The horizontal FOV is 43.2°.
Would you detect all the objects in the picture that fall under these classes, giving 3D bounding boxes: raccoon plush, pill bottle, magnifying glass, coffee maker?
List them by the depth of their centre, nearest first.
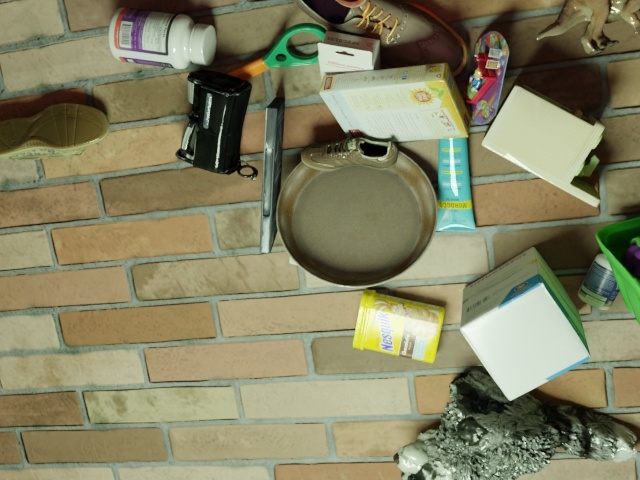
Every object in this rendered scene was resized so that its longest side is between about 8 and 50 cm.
[{"bbox_3d":[0.547,0.067,1.542,0.067,0.067,0.120,23,109,7],"label":"pill bottle"},{"bbox_3d":[-0.085,-0.360,1.588,0.231,0.026,0.092,-21,141,24],"label":"magnifying glass"},{"bbox_3d":[-0.311,-0.399,1.606,0.193,0.108,0.108,10,107,11],"label":"pill bottle"},{"bbox_3d":[-0.192,-0.235,1.612,0.171,0.120,0.178,11,120,-7],"label":"coffee maker"},{"bbox_3d":[0.375,0.470,1.631,0.446,0.216,0.299,20,116,8],"label":"raccoon plush"}]

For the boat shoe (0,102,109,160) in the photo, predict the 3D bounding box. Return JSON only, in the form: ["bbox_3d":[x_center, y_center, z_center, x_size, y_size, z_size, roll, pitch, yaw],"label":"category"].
[{"bbox_3d":[-0.578,-0.228,1.739,0.285,0.089,0.104,-4,77,12],"label":"boat shoe"}]

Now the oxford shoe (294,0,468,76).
[{"bbox_3d":[0.100,-0.397,1.493,0.364,0.133,0.130,26,109,6],"label":"oxford shoe"}]

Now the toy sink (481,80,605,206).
[{"bbox_3d":[0.427,-0.183,1.461,0.234,0.153,0.131,30,109,5],"label":"toy sink"}]

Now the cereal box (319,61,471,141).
[{"bbox_3d":[0.139,-0.248,1.490,0.240,0.173,0.047,1,63,26],"label":"cereal box"}]

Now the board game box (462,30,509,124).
[{"bbox_3d":[0.287,-0.298,1.474,0.033,0.133,0.168,3,108,-18],"label":"board game box"}]

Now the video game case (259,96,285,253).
[{"bbox_3d":[-0.093,-0.132,1.578,0.026,0.196,0.274,3,106,1],"label":"video game case"}]

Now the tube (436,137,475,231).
[{"bbox_3d":[0.261,-0.116,1.578,0.080,0.052,0.207,4,111,25],"label":"tube"}]

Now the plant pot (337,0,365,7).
[{"bbox_3d":[0.127,-0.565,1.349,0.265,0.272,0.272,-26,99,-17],"label":"plant pot"}]

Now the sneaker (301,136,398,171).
[{"bbox_3d":[0.055,-0.177,1.556,0.188,0.071,0.066,1,66,4],"label":"sneaker"}]

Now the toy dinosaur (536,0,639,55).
[{"bbox_3d":[0.515,-0.441,1.393,0.296,0.127,0.200,-14,94,29],"label":"toy dinosaur"}]

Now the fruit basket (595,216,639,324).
[{"bbox_3d":[0.674,-0.034,1.374,0.392,0.283,0.392,-2,117,-3],"label":"fruit basket"}]

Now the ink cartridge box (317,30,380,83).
[{"bbox_3d":[0.056,-0.326,1.500,0.104,0.181,0.061,12,68,10],"label":"ink cartridge box"}]

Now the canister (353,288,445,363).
[{"bbox_3d":[0.162,0.178,1.664,0.170,0.073,0.126,11,107,9],"label":"canister"}]

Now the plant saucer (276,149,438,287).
[{"bbox_3d":[0.071,-0.048,1.565,0.310,0.050,0.310,-2,67,5],"label":"plant saucer"}]

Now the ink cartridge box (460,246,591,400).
[{"bbox_3d":[0.380,0.149,1.517,0.171,0.232,0.168,-34,97,19],"label":"ink cartridge box"}]

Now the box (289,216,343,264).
[{"bbox_3d":[0.000,0.000,1.647,0.102,0.087,0.101,13,108,9],"label":"box"}]
